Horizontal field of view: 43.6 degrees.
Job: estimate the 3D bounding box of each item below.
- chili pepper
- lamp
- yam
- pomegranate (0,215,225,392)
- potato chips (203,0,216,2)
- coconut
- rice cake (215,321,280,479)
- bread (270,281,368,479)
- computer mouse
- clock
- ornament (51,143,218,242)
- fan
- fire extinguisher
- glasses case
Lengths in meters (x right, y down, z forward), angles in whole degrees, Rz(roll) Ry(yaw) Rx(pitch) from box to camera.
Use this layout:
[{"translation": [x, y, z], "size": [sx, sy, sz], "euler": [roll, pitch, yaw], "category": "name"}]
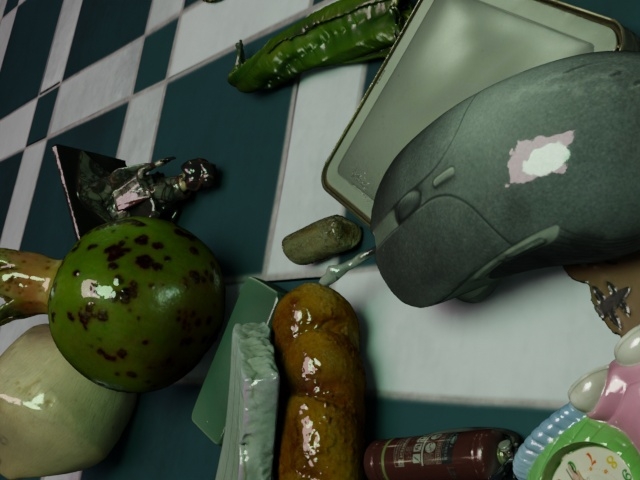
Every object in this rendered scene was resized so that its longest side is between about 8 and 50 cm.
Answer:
[{"translation": [-0.025, -0.241, 0.998], "size": [0.359, 0.076, 0.085], "euler": [-1, 98, 50], "category": "chili pepper"}, {"translation": [0.132, -0.111, 0.762], "size": [0.269, 0.047, 0.266], "euler": [-60, 38, 12], "category": "lamp"}, {"translation": [0.000, 0.000, 0.875], "size": [0.094, 0.043, 0.043], "euler": [-25, 56, 44], "category": "yam"}, {"translation": [-0.254, 0.075, 0.950], "size": [0.231, 0.285, 0.231], "euler": [-177, 90, -67], "category": "pomegranate"}, {"translation": [-0.149, -0.473, 1.289], "size": [0.202, 0.029, 0.220], "euler": [-46, 41, 28], "category": "potato chips"}, {"translation": [-0.365, 0.223, 1.092], "size": [0.224, 0.224, 0.224], "euler": [-25, 56, 42], "category": "coconut"}, {"translation": [-0.075, 0.209, 0.794], "size": [0.127, 0.043, 0.237], "euler": [-115, 31, -65], "category": "rice cake"}, {"translation": [0.002, 0.205, 0.745], "size": [0.124, 0.084, 0.344], "euler": [116, 153, -59], "category": "bread"}, {"translation": [0.117, -0.035, 0.650], "size": [0.379, 0.090, 0.167], "euler": [-30, 56, 38], "category": "computer mouse"}, {"translation": [0.226, 0.170, 0.482], "size": [0.194, 0.100, 0.195], "euler": [-54, 37, 24], "category": "clock"}, {"translation": [-0.234, -0.087, 1.135], "size": [0.196, 0.166, 0.153], "euler": [-21, 79, 22], "category": "ornament"}, {"translation": [0.279, -0.010, 0.569], "size": [0.227, 0.008, 0.153], "euler": [-47, 42, 28], "category": "fan"}, {"translation": [0.106, 0.180, 0.663], "size": [0.158, 0.043, 0.064], "euler": [-19, 17, 44], "category": "fire extinguisher"}, {"translation": [-0.085, 0.138, 0.914], "size": [0.077, 0.039, 0.184], "euler": [24, 93, 53], "category": "glasses case"}]
